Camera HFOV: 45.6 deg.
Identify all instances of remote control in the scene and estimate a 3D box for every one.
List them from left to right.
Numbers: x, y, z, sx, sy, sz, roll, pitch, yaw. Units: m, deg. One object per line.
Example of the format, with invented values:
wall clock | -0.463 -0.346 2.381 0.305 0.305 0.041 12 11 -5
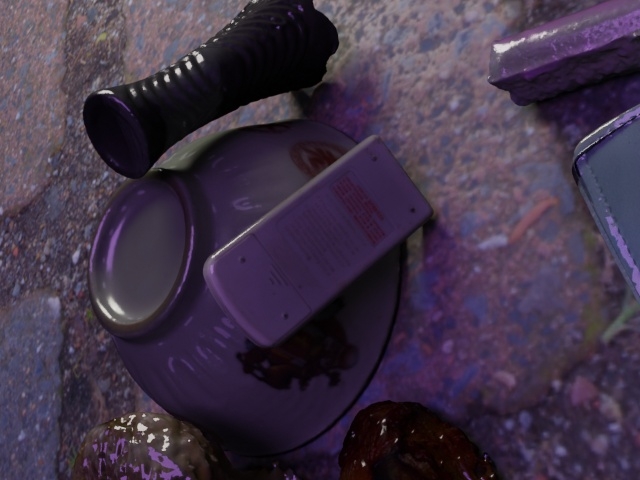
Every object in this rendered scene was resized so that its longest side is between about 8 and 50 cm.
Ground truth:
remote control | 0.000 0.000 0.597 0.190 0.087 0.029 -40 5 -23

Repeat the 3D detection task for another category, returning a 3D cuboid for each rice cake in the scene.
rice cake | 0.239 -0.155 0.514 0.270 0.049 0.055 -13 55 40

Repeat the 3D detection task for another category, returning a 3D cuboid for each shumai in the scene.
shumai | -0.108 0.239 0.639 0.161 0.153 0.209 -30 77 37

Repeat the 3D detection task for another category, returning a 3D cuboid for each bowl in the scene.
bowl | -0.105 0.026 0.696 0.337 0.158 0.336 -13 70 39

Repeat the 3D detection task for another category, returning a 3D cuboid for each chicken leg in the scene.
chicken leg | 0.067 0.263 0.510 0.177 0.083 0.322 -39 51 27

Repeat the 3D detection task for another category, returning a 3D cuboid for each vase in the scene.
vase | -0.097 -0.143 0.681 0.116 0.237 0.115 25 135 27

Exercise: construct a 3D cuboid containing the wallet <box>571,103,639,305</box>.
wallet | 0.284 -0.042 0.427 0.250 0.075 0.176 -34 63 30
